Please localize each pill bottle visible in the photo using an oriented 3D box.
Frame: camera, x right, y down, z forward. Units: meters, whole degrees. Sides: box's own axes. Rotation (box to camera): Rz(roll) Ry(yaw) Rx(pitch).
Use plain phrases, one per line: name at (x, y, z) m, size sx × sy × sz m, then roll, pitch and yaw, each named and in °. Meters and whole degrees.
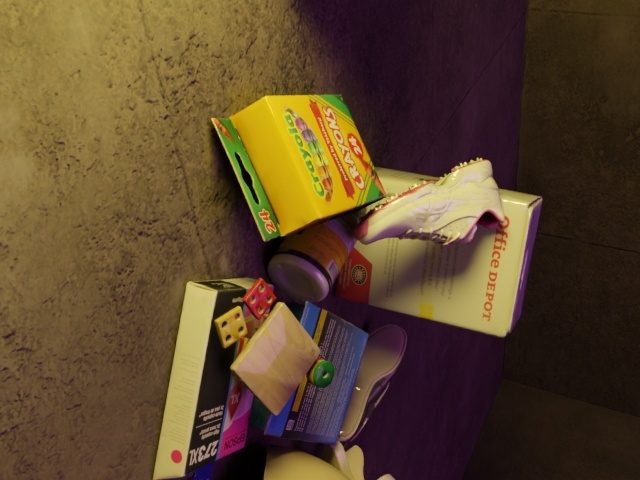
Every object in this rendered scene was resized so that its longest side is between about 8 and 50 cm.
pill bottle at (0.000, 0.000, 1.337) m, size 0.208 × 0.119 × 0.119 m, roll -59°, pitch 150°, yaw -34°

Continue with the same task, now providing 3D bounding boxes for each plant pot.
plant pot at (-0.013, 0.532, 1.358) m, size 0.284 × 0.190 × 0.284 m, roll 5°, pitch 90°, yaw -90°

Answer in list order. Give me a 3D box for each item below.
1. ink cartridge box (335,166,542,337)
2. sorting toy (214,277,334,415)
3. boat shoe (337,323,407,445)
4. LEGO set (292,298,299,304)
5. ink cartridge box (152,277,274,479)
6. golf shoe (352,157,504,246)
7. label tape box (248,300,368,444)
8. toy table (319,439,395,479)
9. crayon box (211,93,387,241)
ink cartridge box at (0.245, 0.015, 1.548) m, size 0.160 × 0.384 × 0.279 m, roll -22°, pitch 121°, yaw -61°
sorting toy at (-0.083, 0.179, 1.160) m, size 0.132 × 0.046 × 0.274 m, roll -54°, pitch 131°, yaw -24°
boat shoe at (0.100, 0.345, 1.752) m, size 0.335 × 0.112 × 0.095 m, roll -54°, pitch 165°, yaw -31°
LEGO set at (-0.036, 0.088, 1.416) m, size 0.054 × 0.023 × 0.083 m, roll -44°, pitch 139°, yaw -50°
ink cartridge box at (-0.172, 0.245, 1.163) m, size 0.175 × 0.069 × 0.371 m, roll 0°, pitch 104°, yaw -65°
golf shoe at (0.207, -0.042, 1.329) m, size 0.306 × 0.140 × 0.115 m, roll -23°, pitch 175°, yaw -18°
label tape box at (-0.038, 0.249, 1.391) m, size 0.333 × 0.105 × 0.241 m, roll 38°, pitch 67°, yaw -61°
toy table at (0.047, 0.556, 1.582) m, size 0.252 × 0.161 × 0.274 m, roll -11°, pitch 133°, yaw -49°
crayon box at (-0.021, -0.125, 1.168) m, size 0.318 × 0.081 × 0.202 m, roll -24°, pitch 89°, yaw -61°
